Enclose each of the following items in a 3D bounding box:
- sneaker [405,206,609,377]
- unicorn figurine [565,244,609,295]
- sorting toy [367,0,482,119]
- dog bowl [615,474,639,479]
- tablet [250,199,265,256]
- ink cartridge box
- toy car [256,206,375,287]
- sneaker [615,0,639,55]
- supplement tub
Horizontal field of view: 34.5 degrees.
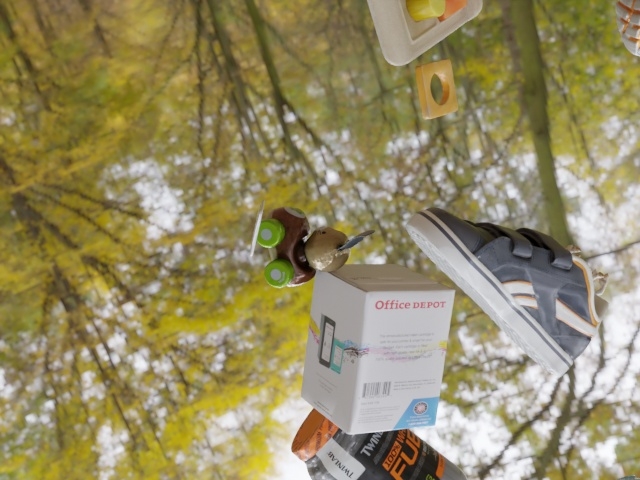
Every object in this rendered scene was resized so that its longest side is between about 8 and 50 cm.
[{"bbox_3d":[0.234,0.034,1.251,0.127,0.321,0.126,-49,-144,0],"label":"sneaker"},{"bbox_3d":[0.431,0.084,1.748,0.060,0.162,0.111,8,127,-51],"label":"unicorn figurine"},{"bbox_3d":[0.119,-0.309,1.147,0.047,0.348,0.196,-1,-154,41],"label":"sorting toy"},{"bbox_3d":[0.550,0.445,1.619,0.297,0.166,0.074,-21,159,37],"label":"dog bowl"},{"bbox_3d":[-0.073,-0.015,1.185,0.006,0.054,0.083,13,-169,-3],"label":"tablet"},{"bbox_3d":[0.104,0.195,1.938,0.198,0.270,0.197,1,-167,-29],"label":"ink cartridge box"},{"bbox_3d":[0.000,0.000,1.887,0.188,0.149,0.155,-11,-173,20],"label":"toy car"},{"bbox_3d":[0.403,-0.315,1.184,0.083,0.215,0.084,6,-155,-12],"label":"sneaker"},{"bbox_3d":[0.119,0.468,2.123,0.207,0.338,0.207,-51,-172,10],"label":"supplement tub"}]
